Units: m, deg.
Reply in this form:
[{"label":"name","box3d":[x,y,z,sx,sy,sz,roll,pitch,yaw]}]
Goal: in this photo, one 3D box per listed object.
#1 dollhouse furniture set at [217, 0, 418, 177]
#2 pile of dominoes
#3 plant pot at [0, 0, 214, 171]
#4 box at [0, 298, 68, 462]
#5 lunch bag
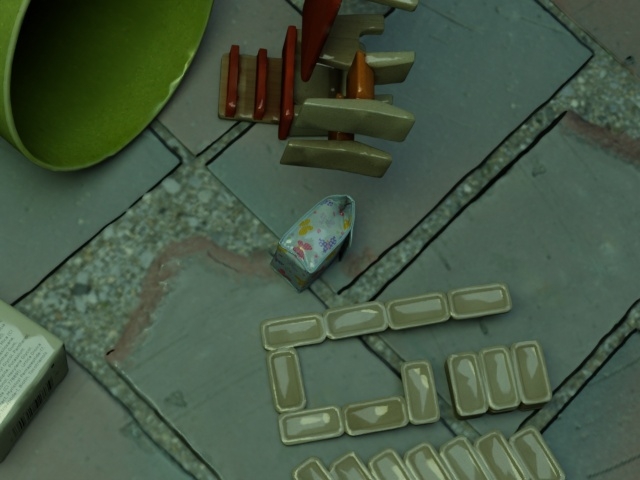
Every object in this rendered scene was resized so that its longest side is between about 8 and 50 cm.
[{"label":"dollhouse furniture set","box3d":[-0.008,-0.183,1.088,0.135,0.259,0.262,5,69,-10]},{"label":"pile of dominoes","box3d":[0.083,0.150,1.114,0.251,0.040,0.196,-9,72,-3]},{"label":"plant pot","box3d":[-0.287,-0.250,1.089,0.293,0.275,0.275,30,68,19]},{"label":"box","box3d":[-0.356,0.067,1.033,0.275,0.094,0.113,34,69,5]},{"label":"lunch bag","box3d":[0.000,0.000,1.124,0.053,0.071,0.083,42,69,5]}]
